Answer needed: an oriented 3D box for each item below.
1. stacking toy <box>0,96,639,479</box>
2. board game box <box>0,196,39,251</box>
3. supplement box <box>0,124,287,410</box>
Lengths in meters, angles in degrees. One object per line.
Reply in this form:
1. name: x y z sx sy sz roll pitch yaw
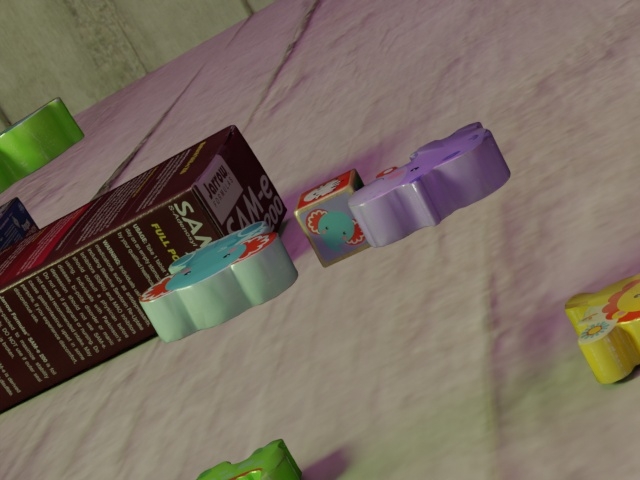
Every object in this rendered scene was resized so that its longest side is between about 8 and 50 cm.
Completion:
1. stacking toy: 0.000 0.000 0.463 0.221 0.167 0.052 -26 14 14
2. board game box: -0.351 0.054 1.227 0.194 0.060 0.194 -30 14 8
3. supplement box: -0.147 0.026 0.873 0.239 0.073 0.130 -27 15 18
